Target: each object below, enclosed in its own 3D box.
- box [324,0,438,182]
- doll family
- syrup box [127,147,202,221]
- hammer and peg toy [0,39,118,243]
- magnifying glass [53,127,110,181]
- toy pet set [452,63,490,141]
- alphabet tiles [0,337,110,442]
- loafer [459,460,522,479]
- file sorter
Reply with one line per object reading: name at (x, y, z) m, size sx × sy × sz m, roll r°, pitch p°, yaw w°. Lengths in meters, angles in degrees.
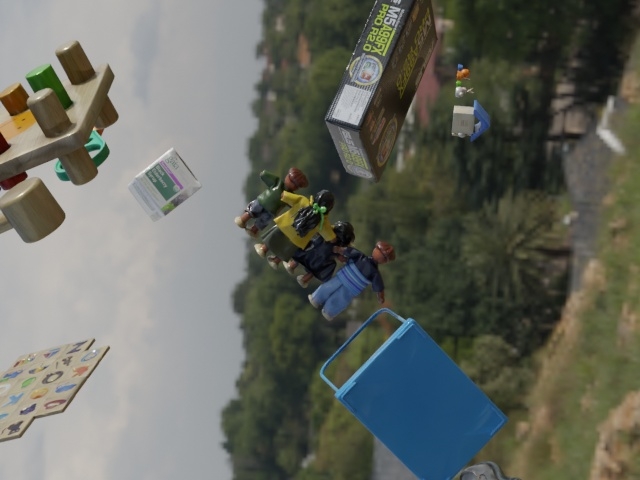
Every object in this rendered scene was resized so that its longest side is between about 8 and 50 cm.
box at (0.099, -0.251, 1.918) m, size 0.216 × 0.060 × 0.270 m, roll 62°, pitch -131°, yaw -69°
doll family at (0.000, 0.000, 1.392) m, size 0.111 × 0.193 × 0.076 m, roll -42°, pitch 20°, yaw 11°
syrup box at (-0.305, -0.105, 2.416) m, size 0.093 × 0.096 × 0.237 m, roll 52°, pitch 170°, yaw -6°
hammer and peg toy at (-0.403, -0.109, 1.564) m, size 0.361 × 0.266 × 0.127 m, roll -88°, pitch -25°, yaw -62°
magnifying glass at (-0.379, -0.162, 2.048) m, size 0.231 × 0.092 × 0.026 m, roll -84°, pitch -28°, yaw -61°
toy pet set at (0.268, -0.233, 2.202) m, size 0.114 × 0.065 × 0.122 m, roll -73°, pitch -13°, yaw -61°
alphabet tiles at (-0.538, 0.275, 2.237) m, size 0.342 × 0.285 × 0.011 m, roll -63°, pitch -45°, yaw -63°
loafer at (0.204, 0.313, 1.545) m, size 0.170 × 0.061 × 0.062 m, roll 174°, pitch 84°, yaw -74°
file sorter at (0.101, 0.175, 1.409) m, size 0.118 × 0.170 × 0.104 m, roll -45°, pitch 18°, yaw -4°
